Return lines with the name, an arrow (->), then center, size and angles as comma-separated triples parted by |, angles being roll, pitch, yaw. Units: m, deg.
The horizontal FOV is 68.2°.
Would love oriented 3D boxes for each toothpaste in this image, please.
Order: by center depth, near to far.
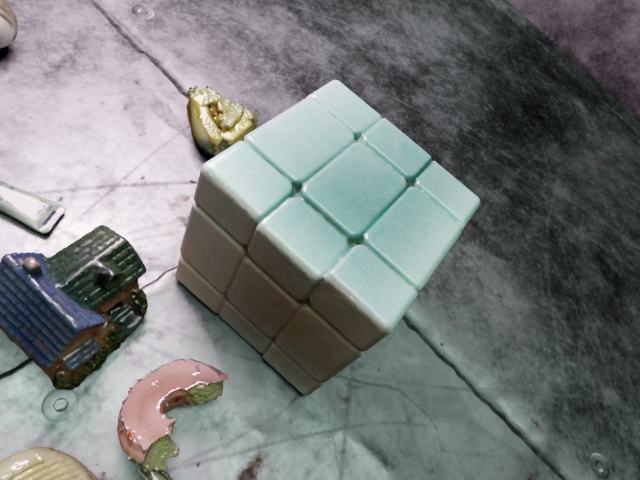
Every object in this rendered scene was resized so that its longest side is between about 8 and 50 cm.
toothpaste -> -0.528, -0.079, 0.758 | 0.216, 0.037, 0.062 | 27, 53, -12

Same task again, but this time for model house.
model house -> -0.342, 0.077, 0.662 | 0.166, 0.172, 0.183 | 41, 53, 5

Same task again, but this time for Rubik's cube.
Rubik's cube -> 0.000, 0.000, 0.769 | 0.316, 0.319, 0.322 | 41, 52, 4

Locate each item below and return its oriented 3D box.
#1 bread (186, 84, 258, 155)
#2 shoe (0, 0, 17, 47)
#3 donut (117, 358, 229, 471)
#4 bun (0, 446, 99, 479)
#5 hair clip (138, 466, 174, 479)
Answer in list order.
bread -> -0.218, -0.227, 0.953 | 0.156, 0.103, 0.110 | 23, 66, -3
shoe -> -0.712, -0.362, 0.781 | 0.351, 0.172, 0.198 | 4, 95, -43
donut -> -0.222, 0.236, 0.674 | 0.117, 0.065, 0.166 | 24, 41, 25
bun -> -0.332, 0.342, 0.553 | 0.188, 0.111, 0.164 | 46, 36, 9
hair clip -> -0.165, 0.385, 0.635 | 0.226, 0.072, 0.034 | 38, 46, 12
